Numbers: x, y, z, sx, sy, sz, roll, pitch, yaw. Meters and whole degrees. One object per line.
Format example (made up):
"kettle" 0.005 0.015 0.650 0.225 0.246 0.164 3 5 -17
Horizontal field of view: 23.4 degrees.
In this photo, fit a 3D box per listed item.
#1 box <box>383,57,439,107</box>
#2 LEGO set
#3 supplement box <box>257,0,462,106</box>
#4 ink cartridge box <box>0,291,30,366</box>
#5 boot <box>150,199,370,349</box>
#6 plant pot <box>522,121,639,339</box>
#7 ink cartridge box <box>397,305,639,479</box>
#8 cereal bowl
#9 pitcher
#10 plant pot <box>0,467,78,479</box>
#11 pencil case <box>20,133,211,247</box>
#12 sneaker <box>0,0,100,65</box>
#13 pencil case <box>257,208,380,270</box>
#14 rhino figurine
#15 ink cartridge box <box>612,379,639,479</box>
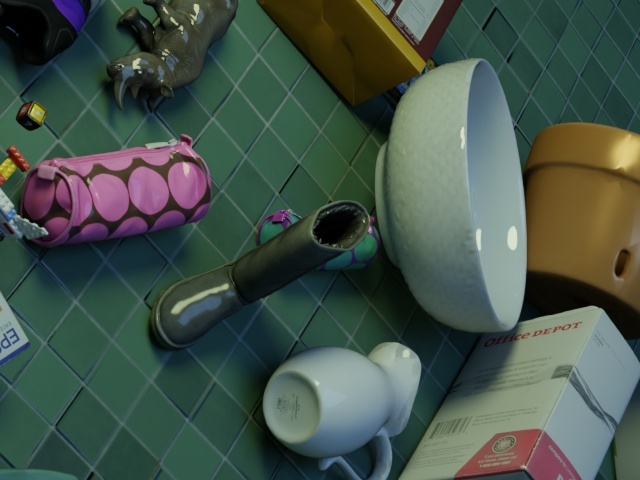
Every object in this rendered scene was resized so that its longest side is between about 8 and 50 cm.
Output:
"box" 0.136 -0.200 2.073 0.137 0.027 0.094 43 50 -26
"LEGO set" -0.350 -0.093 1.460 0.244 0.060 0.182 5 74 -48
"supplement box" 0.059 -0.317 1.957 0.191 0.129 0.194 46 49 -20
"ink cartridge box" -0.462 0.031 1.383 0.324 0.071 0.330 -36 103 -47
"boot" -0.065 0.037 1.670 0.189 0.208 0.076 -40 104 -44
"plant pot" 0.387 0.000 2.097 0.291 0.291 0.203 37 70 -31
"ink cartridge box" 0.253 0.229 1.918 0.117 0.207 0.283 53 48 -20
"cereal bowl" 0.155 -0.050 1.921 0.339 0.141 0.339 -6 90 -73
"pitcher" 0.026 0.208 1.781 0.207 0.125 0.178 1 92 -56
"plant pot" -0.322 0.287 1.377 0.234 0.165 0.165 -7 82 -52
"pencil case" -0.216 -0.054 1.639 0.209 0.095 0.098 -15 123 -48
"sneaker" -0.355 -0.290 1.570 0.293 0.102 0.146 41 53 -28
"pencil case" 0.000 0.000 1.848 0.151 0.064 0.070 3 103 -45
"rhino figurine" -0.169 -0.233 1.755 0.106 0.073 0.243 44 52 -22
"ink cartridge box" 0.552 0.307 2.250 0.278 0.117 0.201 11 70 -43
